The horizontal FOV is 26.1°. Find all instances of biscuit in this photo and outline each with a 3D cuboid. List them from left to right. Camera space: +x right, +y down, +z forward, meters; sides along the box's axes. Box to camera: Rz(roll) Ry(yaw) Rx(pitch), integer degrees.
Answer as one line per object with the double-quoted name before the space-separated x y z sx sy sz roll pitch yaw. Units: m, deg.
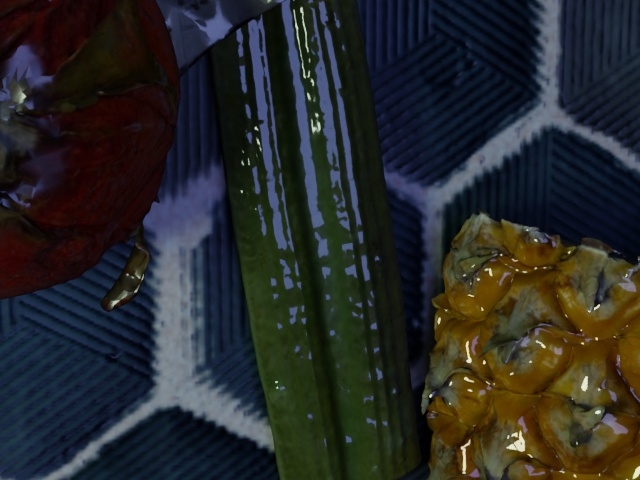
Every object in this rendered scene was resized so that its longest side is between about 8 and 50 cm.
"biscuit" 0.000 0.000 0.803 0.099 0.038 0.322 -12 106 -15

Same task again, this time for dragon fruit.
"dragon fruit" -0.175 -0.062 0.640 0.218 0.148 0.224 0 100 -5

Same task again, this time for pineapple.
"pineapple" 0.217 0.164 0.827 0.344 0.209 0.286 15 96 -24

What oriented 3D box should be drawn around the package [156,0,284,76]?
"package" -0.056 -0.187 0.733 0.239 0.030 0.154 -34 93 -5
